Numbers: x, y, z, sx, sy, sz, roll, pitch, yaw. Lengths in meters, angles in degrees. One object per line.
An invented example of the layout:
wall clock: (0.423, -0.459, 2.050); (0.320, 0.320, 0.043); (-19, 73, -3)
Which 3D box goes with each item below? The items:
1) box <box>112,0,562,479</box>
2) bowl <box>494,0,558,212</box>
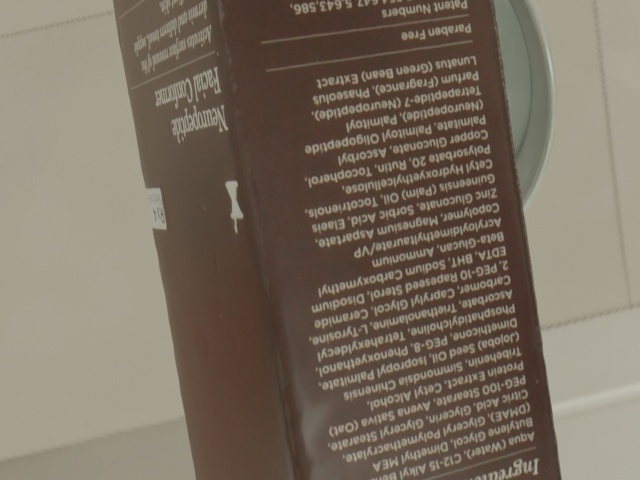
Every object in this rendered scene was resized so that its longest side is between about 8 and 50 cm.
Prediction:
box: (0.000, 0.000, 0.574); (0.143, 0.191, 0.381); (-13, 95, -22)
bowl: (0.030, -0.123, 0.788); (0.297, 0.134, 0.298); (11, 118, 21)
